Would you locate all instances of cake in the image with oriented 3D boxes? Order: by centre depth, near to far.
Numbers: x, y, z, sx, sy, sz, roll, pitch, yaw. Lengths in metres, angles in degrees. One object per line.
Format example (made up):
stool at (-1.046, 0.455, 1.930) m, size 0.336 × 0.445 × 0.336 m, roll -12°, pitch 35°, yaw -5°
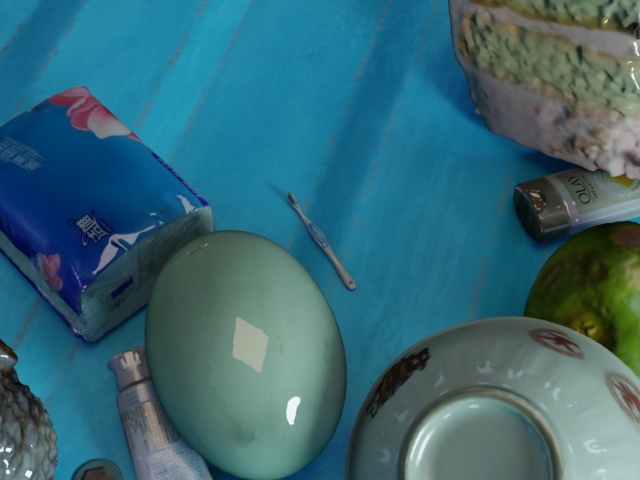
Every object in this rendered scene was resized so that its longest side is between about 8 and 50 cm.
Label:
cake at (0.347, -0.299, 1.284) m, size 0.293 × 0.307 × 0.314 m, roll 23°, pitch 57°, yaw 39°

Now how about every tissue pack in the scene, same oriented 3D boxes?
tissue pack at (-0.285, -0.041, 1.223) m, size 0.209 × 0.137 × 0.270 m, roll -37°, pitch 64°, yaw -22°

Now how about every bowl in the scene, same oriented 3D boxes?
bowl at (0.163, 0.222, 0.956) m, size 0.337 × 0.157 × 0.337 m, roll -5°, pitch 74°, yaw 17°

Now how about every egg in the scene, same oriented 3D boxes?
egg at (-0.080, 0.115, 1.076) m, size 0.203 × 0.203 × 0.282 m, roll -15°, pitch 60°, yaw -11°

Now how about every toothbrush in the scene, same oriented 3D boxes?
toothbrush at (0.000, 0.000, 1.275) m, size 0.014 × 0.017 × 0.162 m, roll -28°, pitch 64°, yaw -13°

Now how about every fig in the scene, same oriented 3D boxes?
fig at (0.363, 0.078, 1.140) m, size 0.275 × 0.206 × 0.206 m, roll -5°, pitch 47°, yaw -46°

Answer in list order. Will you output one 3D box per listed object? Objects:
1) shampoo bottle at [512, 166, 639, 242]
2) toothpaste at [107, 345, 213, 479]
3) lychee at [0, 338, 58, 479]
shampoo bottle at (0.363, -0.061, 1.294) m, size 0.227 × 0.056 × 0.086 m, roll -14°, pitch 52°, yaw -10°
toothpaste at (-0.168, 0.226, 1.094) m, size 0.089 × 0.057 × 0.234 m, roll -20°, pitch 64°, yaw -12°
lychee at (-0.401, 0.197, 0.971) m, size 0.300 × 0.300 × 0.300 m, roll 0°, pitch 55°, yaw 0°
